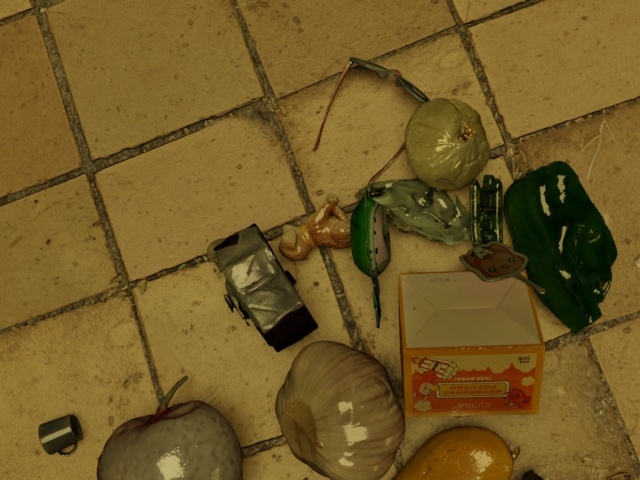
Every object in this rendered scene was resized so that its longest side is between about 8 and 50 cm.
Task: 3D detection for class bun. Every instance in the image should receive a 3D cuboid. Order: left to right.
[{"bbox_3d":[0.306,-0.229,1.732,0.220,0.134,0.221,3,83,-24],"label":"bun"}]

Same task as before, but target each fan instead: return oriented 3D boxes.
[{"bbox_3d":[0.407,0.062,1.630,0.132,0.009,0.220,-24,37,-22],"label":"fan"}]

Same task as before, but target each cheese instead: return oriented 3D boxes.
[{"bbox_3d":[0.119,0.040,1.692,0.083,0.204,0.321,-6,111,9],"label":"cheese"}]

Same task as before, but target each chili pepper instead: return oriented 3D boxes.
[{"bbox_3d":[0.551,0.006,1.684,0.213,0.167,0.385,-23,82,5],"label":"chili pepper"}]

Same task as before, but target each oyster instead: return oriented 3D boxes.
[{"bbox_3d":[0.224,-0.064,1.769,0.252,0.087,0.199,-12,71,-3],"label":"oyster"}]

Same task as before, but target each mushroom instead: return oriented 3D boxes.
[{"bbox_3d":[-0.234,0.039,1.818,0.085,0.085,0.079,13,118,8],"label":"mushroom"}]

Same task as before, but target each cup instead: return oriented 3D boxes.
[{"bbox_3d":[-0.615,0.471,1.794,0.077,0.078,0.100,-22,114,-2],"label":"cup"}]

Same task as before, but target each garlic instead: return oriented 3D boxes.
[{"bbox_3d":[0.051,0.381,1.638,0.259,0.317,0.317,-24,77,-36],"label":"garlic"}]

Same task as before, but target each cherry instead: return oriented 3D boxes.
[{"bbox_3d":[-0.310,0.512,1.649,0.335,0.291,0.326,46,107,7],"label":"cherry"}]

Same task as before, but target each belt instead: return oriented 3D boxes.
[{"bbox_3d":[-0.137,0.116,1.718,0.164,0.184,0.289,-31,96,-2],"label":"belt"}]

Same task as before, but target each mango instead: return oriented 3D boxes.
[{"bbox_3d":[0.292,0.514,1.661,0.316,0.119,0.177,-30,76,10],"label":"mango"}]

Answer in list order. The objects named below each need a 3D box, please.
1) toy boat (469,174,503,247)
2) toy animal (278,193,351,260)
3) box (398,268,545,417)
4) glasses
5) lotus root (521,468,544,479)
[{"bbox_3d":[0.389,-0.048,1.749,0.104,0.052,0.210,-5,94,-36],"label":"toy boat"},{"bbox_3d":[0.004,0.011,1.780,0.185,0.104,0.184,-35,88,-4],"label":"toy animal"},{"bbox_3d":[0.312,0.220,1.608,0.283,0.260,0.214,-3,126,7],"label":"box"},{"bbox_3d":[0.120,-0.299,1.842,0.234,0.118,0.268,33,106,8],"label":"glasses"},{"bbox_3d":[0.423,0.625,1.627,0.145,0.128,0.260,21,81,24],"label":"lotus root"}]
